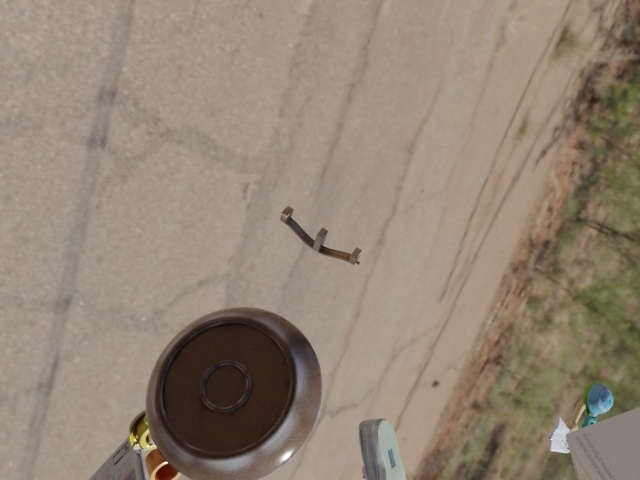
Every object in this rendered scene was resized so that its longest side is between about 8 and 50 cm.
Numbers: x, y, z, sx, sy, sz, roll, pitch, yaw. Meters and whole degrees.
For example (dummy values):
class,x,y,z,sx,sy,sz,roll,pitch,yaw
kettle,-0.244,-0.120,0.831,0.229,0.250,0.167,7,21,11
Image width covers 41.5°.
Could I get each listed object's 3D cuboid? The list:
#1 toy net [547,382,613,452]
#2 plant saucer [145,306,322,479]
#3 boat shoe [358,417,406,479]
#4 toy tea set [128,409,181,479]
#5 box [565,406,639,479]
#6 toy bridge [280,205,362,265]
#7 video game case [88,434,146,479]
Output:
class,x,y,z,sx,sy,sz,roll,pitch,yaw
toy net,0.536,0.387,1.741,0.232,0.045,0.122,-21,100,-33
plant saucer,-0.153,0.248,1.408,0.311,0.310,0.050,-55,157,-15
boat shoe,0.133,0.508,1.890,0.079,0.081,0.228,-12,93,-46
toy tea set,-0.265,0.465,1.734,0.200,0.124,0.336,-22,132,-23
box,0.395,0.278,0.925,0.181,0.181,0.119,-106,176,-64
toy bridge,0.000,0.000,1.729,0.026,0.188,0.063,-53,170,-32
video game case,-0.422,0.531,1.703,0.023,0.193,0.212,29,113,-37
